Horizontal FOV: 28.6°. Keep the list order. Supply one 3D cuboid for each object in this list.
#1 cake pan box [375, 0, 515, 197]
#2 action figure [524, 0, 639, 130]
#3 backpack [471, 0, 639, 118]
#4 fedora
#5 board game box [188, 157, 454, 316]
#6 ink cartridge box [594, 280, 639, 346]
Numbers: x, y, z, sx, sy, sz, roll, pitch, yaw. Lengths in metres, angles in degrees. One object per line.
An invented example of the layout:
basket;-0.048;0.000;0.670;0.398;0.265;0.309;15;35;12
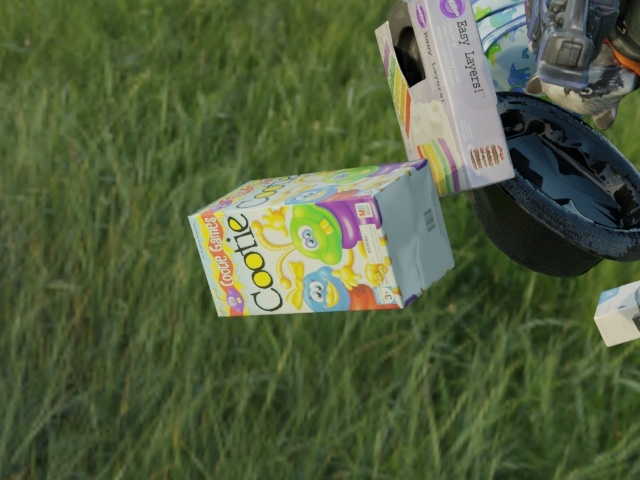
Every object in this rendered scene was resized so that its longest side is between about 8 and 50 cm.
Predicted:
cake pan box;0.158;-0.190;1.648;0.070;0.267;0.246;-14;2;-14
action figure;0.230;-0.201;0.801;0.178;0.330;0.341;21;40;-6
backpack;0.349;-0.313;2.002;0.355;0.290;0.273;-5;44;4
fedora;0.319;-0.059;1.805;0.334;0.152;0.334;19;38;-16
board game box;0.000;0.000;1.541;0.275;0.144;0.142;-5;18;35
ink cartridge box;0.551;0.105;2.065;0.180;0.060;0.104;-20;15;26
